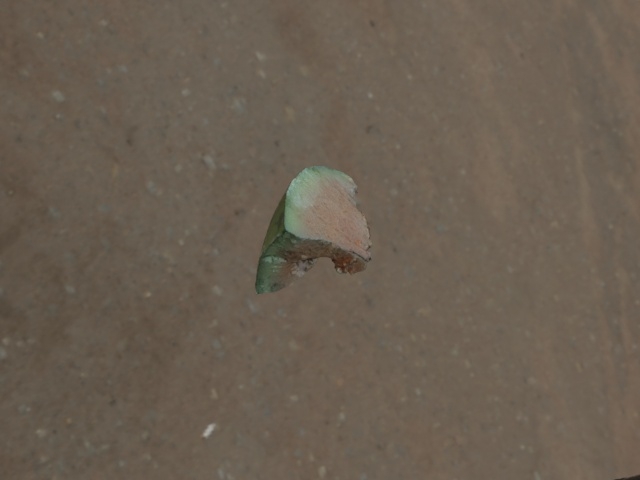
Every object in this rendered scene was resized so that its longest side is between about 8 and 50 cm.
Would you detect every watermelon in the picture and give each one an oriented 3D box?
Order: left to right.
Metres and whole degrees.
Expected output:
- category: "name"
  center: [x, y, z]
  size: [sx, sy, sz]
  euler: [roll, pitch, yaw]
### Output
- category: "watermelon"
  center: [-0.008, -0.007, 0.839]
  size: [0.080, 0.101, 0.155]
  euler: [23, 37, -13]

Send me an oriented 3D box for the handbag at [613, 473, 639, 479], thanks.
- category: "handbag"
  center: [0.394, 0.264, 0.900]
  size: [0.088, 0.254, 0.211]
  euler: [-20, 78, -44]
